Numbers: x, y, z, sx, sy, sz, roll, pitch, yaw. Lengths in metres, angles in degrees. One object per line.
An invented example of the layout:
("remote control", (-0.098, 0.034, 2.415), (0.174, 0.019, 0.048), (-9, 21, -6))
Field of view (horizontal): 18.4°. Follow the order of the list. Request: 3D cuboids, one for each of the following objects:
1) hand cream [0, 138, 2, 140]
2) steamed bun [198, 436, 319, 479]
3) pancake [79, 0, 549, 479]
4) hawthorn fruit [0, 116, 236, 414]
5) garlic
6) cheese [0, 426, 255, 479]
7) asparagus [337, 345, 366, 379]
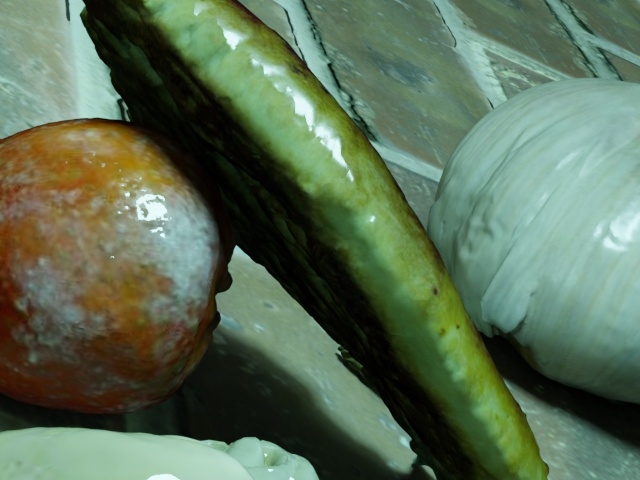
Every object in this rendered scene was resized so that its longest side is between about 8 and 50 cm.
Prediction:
("hand cream", (-0.246, -0.019, 1.127), (0.175, 0.046, 0.095), (-19, 53, -40))
("steamed bun", (-0.035, 0.157, 0.846), (0.218, 0.144, 0.211), (13, 5, 39))
("pancake", (0.000, -0.002, 1.135), (0.427, 0.067, 0.305), (49, -11, 8))
("hawthorn fruit", (-0.133, 0.012, 1.075), (0.173, 0.173, 0.173), (26, 21, -11))
("garlic", (0.246, 0.012, 1.524), (0.322, 0.241, 0.322), (20, 45, -21))
("cheese", (-0.095, 0.161, 0.665), (0.117, 0.218, 0.235), (8, 17, -36))
("asparagus", (0.087, 0.138, 1.281), (0.233, 0.023, 0.022), (44, -20, 32))
